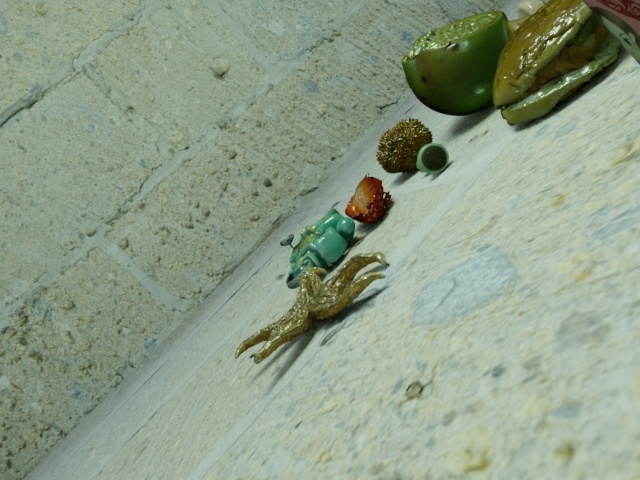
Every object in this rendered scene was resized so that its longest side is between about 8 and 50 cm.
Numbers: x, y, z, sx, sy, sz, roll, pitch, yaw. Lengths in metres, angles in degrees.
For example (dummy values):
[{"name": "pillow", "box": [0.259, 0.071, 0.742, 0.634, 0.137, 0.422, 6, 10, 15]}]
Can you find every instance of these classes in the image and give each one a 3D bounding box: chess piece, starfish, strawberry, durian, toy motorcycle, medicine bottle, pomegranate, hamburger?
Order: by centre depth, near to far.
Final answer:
[{"name": "starfish", "box": [-0.018, 0.122, 0.902, 0.302, 0.060, 0.299, -40, 14, -16]}, {"name": "hamburger", "box": [0.418, -0.346, 0.921, 0.265, 0.134, 0.285, -35, 11, 34]}, {"name": "chess piece", "box": [0.243, -0.178, 1.139, 0.067, 0.067, 0.103, -43, 1, 0]}, {"name": "strawberry", "box": [0.118, -0.083, 1.218, 0.121, 0.082, 0.188, -56, 15, 19]}, {"name": "toy motorcycle", "box": [0.000, -0.001, 1.225, 0.198, 0.109, 0.296, -40, 13, 16]}, {"name": "pomegranate", "box": [0.386, -0.425, 1.249, 0.358, 0.216, 0.310, -4, 28, 24]}, {"name": "durian", "box": [0.217, -0.243, 1.326, 0.158, 0.137, 0.168, -63, -3, 10]}, {"name": "medicine bottle", "box": [0.703, -0.729, 1.478, 0.252, 0.114, 0.114, -41, 10, 10]}]

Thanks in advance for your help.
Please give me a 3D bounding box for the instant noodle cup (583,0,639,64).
[{"name": "instant noodle cup", "box": [0.390, -0.297, 0.519, 0.243, 0.231, 0.243, -42, 10, 9]}]
